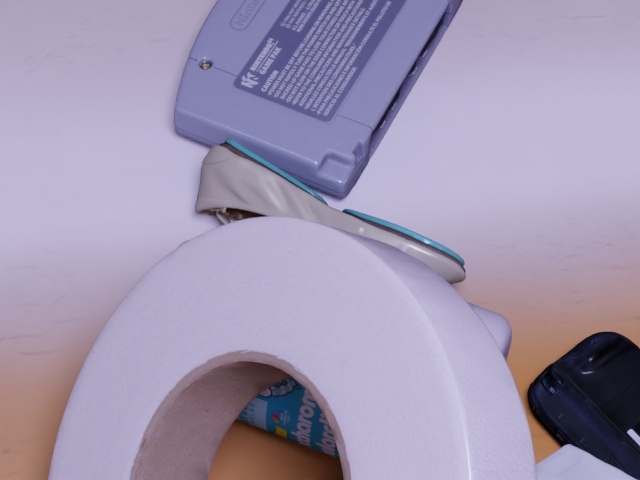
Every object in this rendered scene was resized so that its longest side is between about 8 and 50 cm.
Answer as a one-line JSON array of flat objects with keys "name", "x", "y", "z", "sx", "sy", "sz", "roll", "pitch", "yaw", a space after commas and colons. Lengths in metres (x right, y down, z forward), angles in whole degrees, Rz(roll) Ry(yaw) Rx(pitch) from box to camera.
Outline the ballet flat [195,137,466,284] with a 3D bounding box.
[{"name": "ballet flat", "x": 0.000, "y": 0.000, "z": 1.234, "sx": 0.248, "sy": 0.086, "sz": 0.086, "roll": 27, "pitch": 59, "yaw": 18}]

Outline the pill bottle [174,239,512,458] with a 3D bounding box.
[{"name": "pill bottle", "x": 0.002, "y": 0.085, "z": 1.124, "sx": 0.264, "sy": 0.146, "sz": 0.146, "roll": 19, "pitch": 57, "yaw": 12}]

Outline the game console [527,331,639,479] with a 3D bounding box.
[{"name": "game console", "x": 0.319, "y": 0.205, "z": 1.115, "sx": 0.213, "sy": 0.044, "sz": 0.361, "roll": -31, "pitch": 62, "yaw": -23}]

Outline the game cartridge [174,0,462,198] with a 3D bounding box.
[{"name": "game cartridge", "x": -0.004, "y": -0.184, "z": 1.369, "sx": 0.198, "sy": 0.062, "sz": 0.297, "roll": 20, "pitch": 57, "yaw": 17}]

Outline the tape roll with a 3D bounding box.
[{"name": "tape roll", "x": -0.035, "y": 0.180, "z": 0.943, "sx": 0.072, "sy": 0.392, "sz": 0.392, "roll": 16, "pitch": 41, "yaw": -46}]

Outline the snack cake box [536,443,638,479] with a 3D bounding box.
[{"name": "snack cake box", "x": 0.200, "y": 0.274, "z": 0.905, "sx": 0.089, "sy": 0.264, "sz": 0.152, "roll": -30, "pitch": 27, "yaw": -20}]
